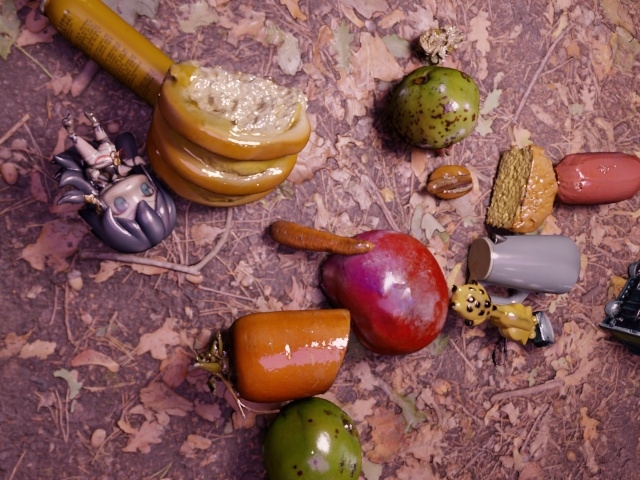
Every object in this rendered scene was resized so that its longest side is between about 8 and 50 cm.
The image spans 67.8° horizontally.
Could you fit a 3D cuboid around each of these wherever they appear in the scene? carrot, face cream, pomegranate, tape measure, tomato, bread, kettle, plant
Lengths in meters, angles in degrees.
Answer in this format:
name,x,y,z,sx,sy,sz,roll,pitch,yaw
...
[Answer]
name,x,y,z,sx,sy,sz,roll,pitch,yaw
carrot,0.000,0.000,1.074,0.248,0.059,0.059,12,89,11
face cream,-0.408,-0.387,0.950,0.349,0.105,0.105,38,81,-15
carrot,-0.104,0.254,1.027,0.331,0.193,0.214,2,96,-14
pomegranate,0.277,-0.293,1.139,0.214,0.214,0.248,-48,141,-10
tape measure,0.555,0.269,1.322,0.180,0.104,0.107,-37,141,23
pomegranate,-0.041,0.494,1.061,0.236,0.236,0.302,33,109,-16
tomato,0.182,0.114,1.124,0.290,0.176,0.334,-37,101,-16
bread,0.534,-0.128,1.249,0.140,0.143,0.228,13,92,-28
kettle,0.516,0.079,1.258,0.243,0.160,0.210,3,120,-11
plant,0.296,-0.466,1.179,0.117,0.104,0.121,-2,119,4
bread,-0.176,-0.187,0.945,0.316,0.211,0.270,1,133,-38

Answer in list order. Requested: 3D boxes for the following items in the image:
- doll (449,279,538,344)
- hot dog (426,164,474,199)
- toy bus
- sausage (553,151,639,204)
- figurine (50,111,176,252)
name,x,y,z,sx,sy,sz,roll,pitch,yaw
doll,0.439,0.180,1.202,0.291,0.086,0.117,21,77,-24
hot dog,0.328,-0.150,1.216,0.140,0.060,0.089,-3,89,-14
toy bus,0.997,0.179,1.394,0.190,0.152,0.312,37,82,-15
sausage,0.752,-0.170,1.304,0.280,0.152,0.152,-4,94,-15
figurine,-0.396,-0.099,0.921,0.175,0.197,0.265,-26,90,-12
